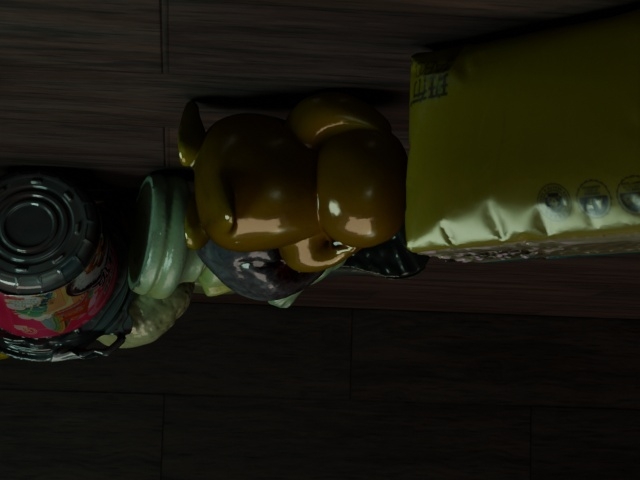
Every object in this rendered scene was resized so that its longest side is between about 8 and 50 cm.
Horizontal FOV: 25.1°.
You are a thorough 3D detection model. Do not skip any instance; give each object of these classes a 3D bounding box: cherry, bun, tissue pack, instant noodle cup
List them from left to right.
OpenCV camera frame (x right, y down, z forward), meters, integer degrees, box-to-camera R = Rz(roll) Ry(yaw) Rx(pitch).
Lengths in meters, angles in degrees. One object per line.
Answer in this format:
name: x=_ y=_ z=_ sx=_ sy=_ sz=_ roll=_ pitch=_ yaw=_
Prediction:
instant noodle cup: x=-0.386 y=0.016 z=1.957 sx=0.302 sy=0.258 sz=0.181 roll=33 pitch=159 yaw=12
bun: x=-0.277 y=0.056 z=2.132 sx=0.244 sy=0.243 sz=0.153 roll=-1 pitch=149 yaw=21
cherry: x=-0.078 y=-0.022 z=1.798 sx=0.195 sy=0.195 sz=0.195 roll=2 pitch=172 yaw=0
tissue pack: x=0.203 y=-0.082 z=1.212 sx=0.271 sy=0.192 sz=0.134 roll=-6 pitch=170 yaw=42

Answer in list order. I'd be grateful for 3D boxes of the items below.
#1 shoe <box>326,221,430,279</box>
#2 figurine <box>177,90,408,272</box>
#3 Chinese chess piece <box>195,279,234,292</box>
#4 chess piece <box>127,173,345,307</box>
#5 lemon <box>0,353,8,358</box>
shoe: x=0.000 y=0.000 z=2.185 sx=0.337 sy=0.132 sz=0.171 roll=-1 pitch=-179 yaw=1
figurine: x=-0.030 y=-0.059 z=1.492 sx=0.228 sy=0.215 sz=0.215 roll=-10 pitch=176 yaw=-17
Chinese chess piece: x=-0.251 y=0.030 z=2.439 sx=0.250 sy=0.101 sz=0.250 roll=5 pitch=174 yaw=0
chess piece: x=-0.107 y=0.008 z=1.973 sx=0.298 sy=0.175 sz=0.176 roll=7 pitch=171 yaw=-16
lemon: x=-0.528 y=0.060 z=2.212 sx=0.261 sy=0.260 sz=0.284 roll=6 pitch=-177 yaw=-31
